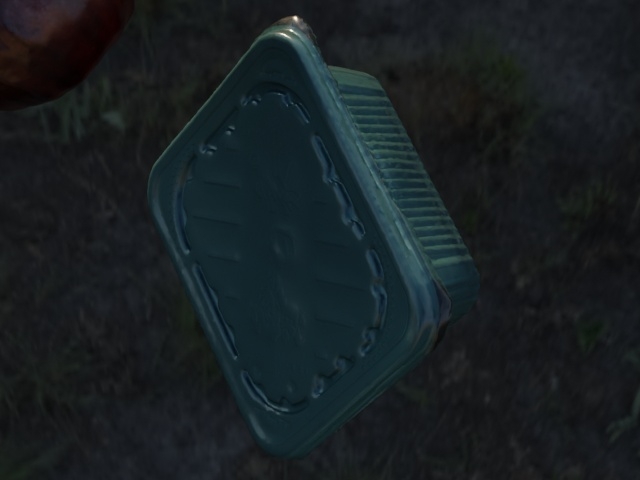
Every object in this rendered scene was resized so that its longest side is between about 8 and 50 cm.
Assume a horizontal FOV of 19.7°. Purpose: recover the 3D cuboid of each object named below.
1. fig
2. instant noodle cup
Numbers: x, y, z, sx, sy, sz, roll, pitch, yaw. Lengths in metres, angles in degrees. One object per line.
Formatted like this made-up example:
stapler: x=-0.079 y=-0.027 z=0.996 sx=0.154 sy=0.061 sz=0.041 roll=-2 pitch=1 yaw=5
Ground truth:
fig: x=-0.143 y=-0.124 z=0.813 sx=0.128 sy=0.150 sz=0.128 roll=1 pitch=68 yaw=-4
instant noodle cup: x=0.000 y=0.000 z=0.900 sx=0.070 sy=0.157 sz=0.179 roll=-9 pitch=65 yaw=-42
